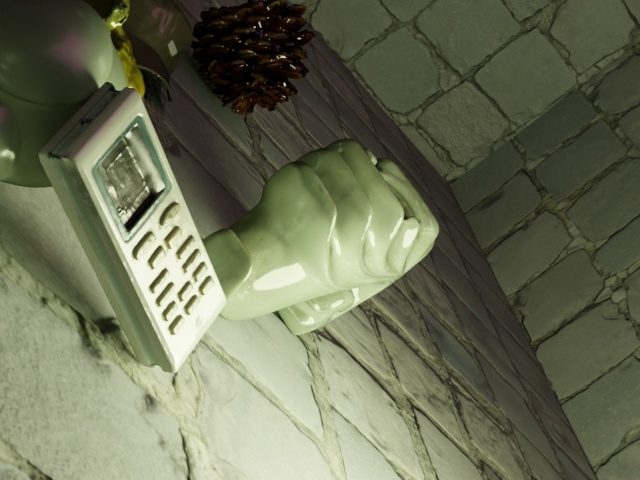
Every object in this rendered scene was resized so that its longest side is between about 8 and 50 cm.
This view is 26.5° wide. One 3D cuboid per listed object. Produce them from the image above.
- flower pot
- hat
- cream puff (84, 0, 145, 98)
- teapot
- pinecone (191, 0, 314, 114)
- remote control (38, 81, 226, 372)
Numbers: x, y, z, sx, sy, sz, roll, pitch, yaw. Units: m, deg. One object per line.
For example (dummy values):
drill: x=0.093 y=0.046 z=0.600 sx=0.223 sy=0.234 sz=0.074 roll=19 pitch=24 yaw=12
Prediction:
flower pot: x=0.000 y=0.000 z=1.756 sx=0.164 sy=0.254 sz=0.367 roll=56 pitch=11 yaw=16
hat: x=-0.242 y=-0.305 z=2.059 sx=0.166 sy=0.144 sz=0.173 roll=41 pitch=-6 yaw=-37
cream puff: x=-0.297 y=-0.235 z=1.491 sx=0.282 sy=0.185 sz=0.282 roll=52 pitch=12 yaw=-16
teapot: x=-0.277 y=-0.113 z=1.236 sx=0.220 sy=0.149 sz=0.318 roll=9 pitch=52 yaw=-20
pinecone: x=-0.118 y=-0.321 z=2.381 sx=0.221 sy=0.221 sz=0.221 roll=49 pitch=12 yaw=-15
remote control: x=-0.168 y=-0.006 z=1.275 sx=0.103 sy=0.055 sz=0.277 roll=-55 pitch=142 yaw=-35
